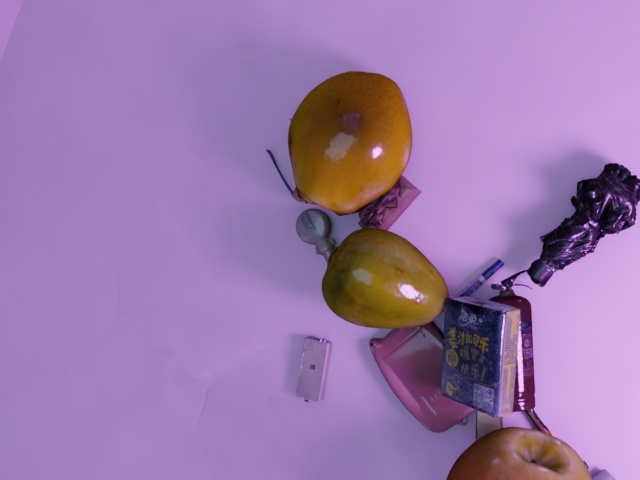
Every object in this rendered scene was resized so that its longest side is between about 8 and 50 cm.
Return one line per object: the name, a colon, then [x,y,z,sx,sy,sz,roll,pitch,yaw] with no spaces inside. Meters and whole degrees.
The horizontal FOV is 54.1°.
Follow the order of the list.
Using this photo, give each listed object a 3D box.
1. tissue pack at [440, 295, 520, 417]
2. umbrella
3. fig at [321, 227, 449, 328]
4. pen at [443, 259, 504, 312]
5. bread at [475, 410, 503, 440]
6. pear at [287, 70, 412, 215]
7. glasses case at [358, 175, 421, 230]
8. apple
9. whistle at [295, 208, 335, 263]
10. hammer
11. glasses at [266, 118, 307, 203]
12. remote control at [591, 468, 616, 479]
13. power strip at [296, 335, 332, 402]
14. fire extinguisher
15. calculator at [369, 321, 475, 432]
tissue pack: [0.381,0.275,1.516,0.185,0.081,0.257,11,100,54]
umbrella: [0.610,-0.040,1.489,0.336,0.128,0.154,-39,76,17]
fig: [0.172,0.108,1.625,0.326,0.258,0.258,18,98,4]
pen: [0.397,0.122,1.638,0.204,0.025,0.025,-44,74,17]
bread: [0.437,0.506,1.621,0.068,0.028,0.154,-1,89,23]
pear: [0.068,-0.271,1.628,0.340,0.191,0.387,19,83,9]
glasses case: [0.171,-0.098,1.709,0.102,0.070,0.193,46,106,18]
apple: [0.462,0.598,1.429,0.338,0.338,0.305,33,109,19]
whistle: [0.000,0.000,1.789,0.104,0.057,0.198,-33,77,20]
hammer: [0.573,0.501,1.567,0.078,0.021,0.201,-40,75,18]
glasses: [-0.065,-0.238,1.799,0.220,0.088,0.190,44,106,17]
remote control: [0.722,0.628,1.501,0.065,0.029,0.166,-46,78,15]
power strip: [-0.020,0.371,1.811,0.081,0.035,0.192,10,94,23]
fire extinguisher: [0.478,0.245,1.563,0.135,0.114,0.338,-3,90,-20]
calculator: [0.282,0.353,1.672,0.220,0.048,0.330,-43,73,16]
